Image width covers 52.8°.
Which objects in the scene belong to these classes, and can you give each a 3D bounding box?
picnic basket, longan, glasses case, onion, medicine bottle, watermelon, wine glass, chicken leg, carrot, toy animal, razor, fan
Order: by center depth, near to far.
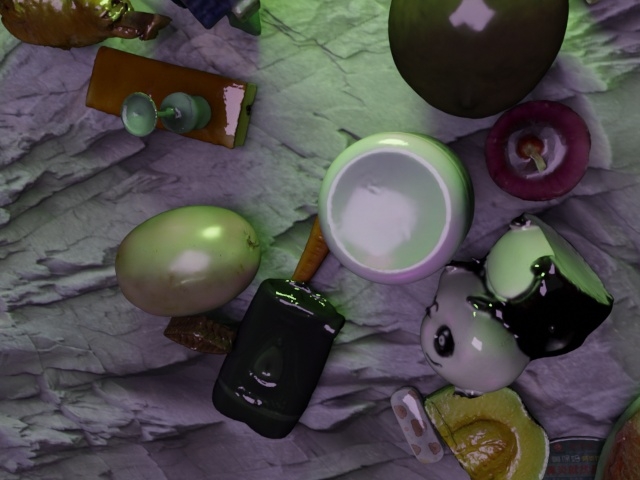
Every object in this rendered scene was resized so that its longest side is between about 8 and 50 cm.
[{"bbox_3d":[0.250,-0.349,1.050,0.297,0.297,0.297,3,101,18],"label":"longan"},{"bbox_3d":[0.645,0.414,1.074,0.250,0.292,0.283,-1,98,-13],"label":"watermelon"},{"bbox_3d":[0.371,-0.155,1.107,0.177,0.153,0.177,-23,57,39],"label":"onion"},{"bbox_3d":[0.145,-0.066,1.115,0.241,0.302,0.241,3,100,17],"label":"medicine bottle"},{"bbox_3d":[0.320,0.133,1.131,0.251,0.251,0.310,49,117,5],"label":"toy animal"},{"bbox_3d":[-0.281,-0.237,1.201,0.079,0.195,0.079,4,103,19],"label":"wine glass"},{"bbox_3d":[0.532,0.500,1.241,0.223,0.012,0.294,-39,86,18],"label":"fan"},{"bbox_3d":[0.000,0.000,1.304,0.069,0.069,0.336,33,111,11],"label":"carrot"},{"bbox_3d":[-0.465,-0.513,1.307,0.409,0.182,0.295,21,84,24],"label":"chicken leg"},{"bbox_3d":[0.198,0.377,1.313,0.063,0.041,0.164,-25,92,20],"label":"glasses case"},{"bbox_3d":[-0.091,0.247,1.347,0.204,0.113,0.349,29,111,9],"label":"razor"},{"bbox_3d":[-0.256,0.198,1.366,0.110,0.193,0.055,33,68,-26],"label":"picnic basket"}]

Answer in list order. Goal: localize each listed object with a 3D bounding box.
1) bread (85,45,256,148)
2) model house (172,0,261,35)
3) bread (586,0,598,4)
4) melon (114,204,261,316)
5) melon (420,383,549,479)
[{"bbox_3d":[-0.317,-0.303,1.348,0.361,0.077,0.138,18,106,15],"label":"bread"},{"bbox_3d":[-0.184,-0.515,1.147,0.245,0.312,0.280,-39,90,5],"label":"model house"},{"bbox_3d":[0.460,-0.446,1.065,0.083,0.076,0.070,-34,76,21],"label":"bread"},{"bbox_3d":[-0.274,0.042,1.318,0.317,0.223,0.223,-15,95,25],"label":"melon"},{"bbox_3d":[0.324,0.368,1.236,0.169,0.129,0.265,-34,85,-1],"label":"melon"}]
